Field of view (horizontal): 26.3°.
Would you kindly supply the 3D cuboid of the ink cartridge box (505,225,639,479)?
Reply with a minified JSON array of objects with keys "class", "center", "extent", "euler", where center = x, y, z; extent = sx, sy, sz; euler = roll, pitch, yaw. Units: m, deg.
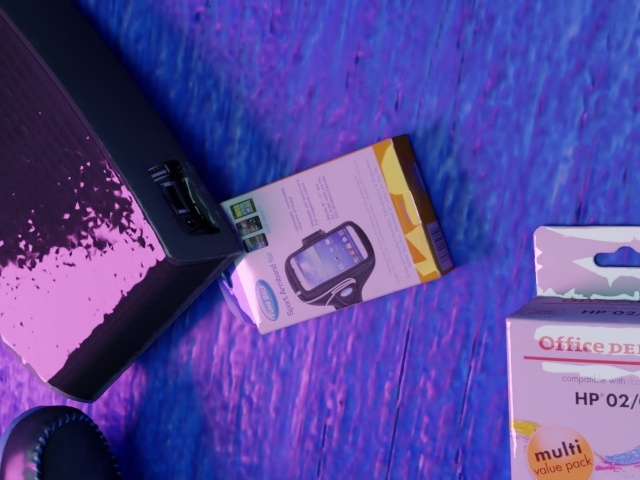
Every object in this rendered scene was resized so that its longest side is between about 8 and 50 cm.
[{"class":"ink cartridge box","center":[0.153,0.086,0.700],"extent":[0.104,0.061,0.181],"euler":[0,100,25]}]

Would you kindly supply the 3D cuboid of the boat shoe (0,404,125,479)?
[{"class":"boat shoe","center":[-0.118,0.219,0.837],"extent":[0.089,0.109,0.258],"euler":[1,115,44]}]

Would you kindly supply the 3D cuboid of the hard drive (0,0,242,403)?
[{"class":"hard drive","center":[-0.176,-0.042,0.822],"extent":[0.172,0.054,0.255],"euler":[-44,75,27]}]

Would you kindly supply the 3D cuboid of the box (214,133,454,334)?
[{"class":"box","center":[0.000,0.000,0.775],"extent":[0.136,0.028,0.081],"euler":[-19,92,29]}]
